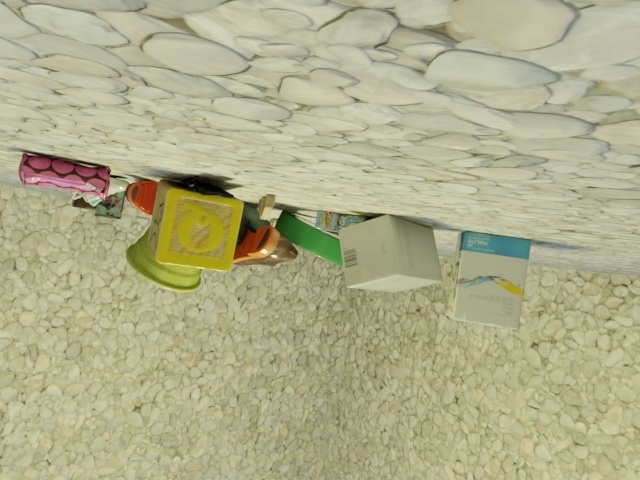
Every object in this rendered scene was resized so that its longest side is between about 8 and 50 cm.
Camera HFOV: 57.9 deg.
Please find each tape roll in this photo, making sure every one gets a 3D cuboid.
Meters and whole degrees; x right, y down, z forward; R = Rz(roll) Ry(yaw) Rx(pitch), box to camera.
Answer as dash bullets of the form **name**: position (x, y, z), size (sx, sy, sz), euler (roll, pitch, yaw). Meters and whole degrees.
- **tape roll**: position (0.000, 0.000, 1.950), size (0.321, 0.077, 0.321), euler (26, -177, -2)

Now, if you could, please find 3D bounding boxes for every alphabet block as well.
- **alphabet block**: position (-0.327, -0.043, 1.492), size (0.193, 0.192, 0.197), euler (7, -169, -23)

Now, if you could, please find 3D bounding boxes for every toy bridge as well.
- **toy bridge**: position (-0.154, -0.090, 1.616), size (0.026, 0.063, 0.188), euler (9, 178, -12)

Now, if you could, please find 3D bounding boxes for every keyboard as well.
- **keyboard**: position (-0.275, -0.135, 1.378), size (0.100, 0.038, 0.192), euler (2, -170, -26)

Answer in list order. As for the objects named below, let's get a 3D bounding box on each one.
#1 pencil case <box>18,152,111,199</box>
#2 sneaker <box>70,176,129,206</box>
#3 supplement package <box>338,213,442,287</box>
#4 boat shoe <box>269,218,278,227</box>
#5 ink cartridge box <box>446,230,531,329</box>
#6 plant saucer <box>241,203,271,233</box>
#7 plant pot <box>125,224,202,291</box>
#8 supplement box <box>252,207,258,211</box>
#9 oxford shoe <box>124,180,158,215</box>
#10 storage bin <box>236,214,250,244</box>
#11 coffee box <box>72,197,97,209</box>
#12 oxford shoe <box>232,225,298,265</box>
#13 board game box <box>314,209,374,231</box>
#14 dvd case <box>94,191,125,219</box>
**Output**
- **pencil case**: position (-0.630, -0.156, 1.427), size (0.209, 0.095, 0.098), euler (7, -146, -23)
- **sneaker**: position (-0.649, -0.145, 1.699), size (0.212, 0.094, 0.080), euler (7, 176, 27)
- **supplement package**: position (0.213, 0.049, 1.717), size (0.175, 0.178, 0.293), euler (-18, 162, 33)
- **boat shoe**: position (-0.133, -0.053, 2.523), size (0.072, 0.068, 0.190), euler (-10, 166, 43)
- **ink cartridge box**: position (0.514, 0.122, 1.791), size (0.197, 0.270, 0.198), euler (8, 177, 6)
- **plant saucer**: position (-0.256, -0.055, 1.968), size (0.195, 0.037, 0.195), euler (21, 149, 13)
- **plant pot**: position (-0.483, -0.007, 1.980), size (0.276, 0.254, 0.276), euler (29, -164, -9)
- **supplement box**: position (-0.300, -0.085, 2.169), size (0.130, 0.073, 0.239), euler (9, 178, -3)
- **oxford shoe**: position (-0.511, -0.127, 1.691), size (0.098, 0.097, 0.271), euler (14, 179, 10)
- **storage bin**: position (-0.327, -0.067, 1.846), size (0.122, 0.084, 0.180), euler (7, 157, 37)
- **coffee box**: position (-0.740, -0.148, 1.915), size (0.141, 0.098, 0.246), euler (9, 178, -25)
- **oxford shoe**: position (-0.206, 0.042, 1.899), size (0.132, 0.130, 0.363), euler (32, 162, -27)
- **board game box**: position (0.079, -0.049, 1.815), size (0.194, 0.060, 0.194), euler (7, 178, 33)
- **dvd case**: position (-0.648, -0.129, 1.789), size (0.087, 0.120, 0.013), euler (9, 178, 10)
